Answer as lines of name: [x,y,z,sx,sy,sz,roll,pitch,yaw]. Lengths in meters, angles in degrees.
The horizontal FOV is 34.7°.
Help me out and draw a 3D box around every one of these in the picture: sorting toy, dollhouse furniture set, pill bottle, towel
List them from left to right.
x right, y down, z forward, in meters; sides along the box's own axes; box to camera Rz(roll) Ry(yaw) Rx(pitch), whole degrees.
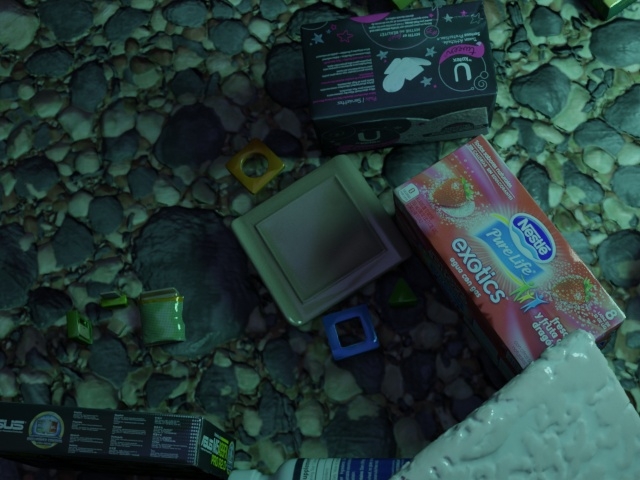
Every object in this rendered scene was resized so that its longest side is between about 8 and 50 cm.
dollhouse furniture set: [-0.263,0.105,1.393,0.152,0.058,0.076,-9,71,3]
sorting toy: [0.000,0.000,1.405,0.196,0.047,0.347,-31,71,-4]
pill bottle: [0.021,0.340,1.236,0.265,0.153,0.153,-2,72,6]
towel: [0.251,0.318,1.163,0.332,0.053,0.317,-36,102,-16]

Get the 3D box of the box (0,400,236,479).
box: [-0.255,0.251,1.262,0.270,0.216,0.060,2,72,8]

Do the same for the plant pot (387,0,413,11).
plant pot: [0.125,-0.384,1.510,0.083,0.083,0.079,44,94,17]

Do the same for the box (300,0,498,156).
box: [0.107,-0.215,1.405,0.247,0.163,0.142,-6,75,4]

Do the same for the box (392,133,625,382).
box: [0.233,0.038,1.315,0.142,0.154,0.300,-33,70,-5]

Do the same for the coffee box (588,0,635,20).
coffee box: [0.410,-0.423,1.505,0.113,0.040,0.184,-32,71,-5]
